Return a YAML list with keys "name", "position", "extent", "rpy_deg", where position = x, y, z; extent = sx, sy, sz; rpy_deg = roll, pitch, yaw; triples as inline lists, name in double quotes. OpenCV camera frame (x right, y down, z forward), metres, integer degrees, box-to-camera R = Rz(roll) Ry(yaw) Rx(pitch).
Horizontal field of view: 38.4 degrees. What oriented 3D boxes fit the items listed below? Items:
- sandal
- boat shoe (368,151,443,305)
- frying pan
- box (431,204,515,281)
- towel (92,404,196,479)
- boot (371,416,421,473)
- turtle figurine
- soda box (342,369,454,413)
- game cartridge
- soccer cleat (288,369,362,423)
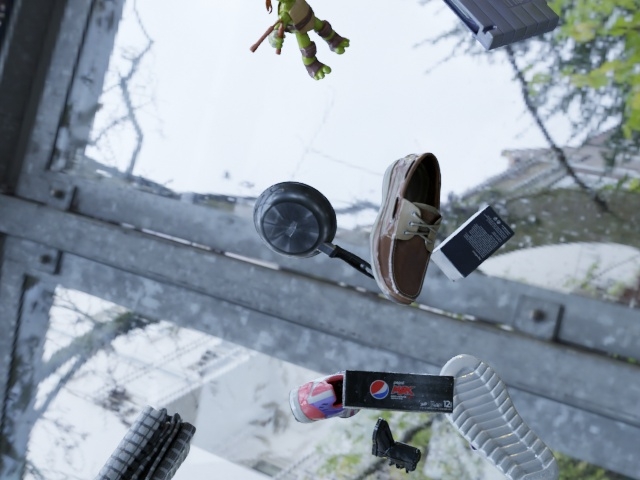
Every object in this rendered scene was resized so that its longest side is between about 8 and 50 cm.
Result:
- name: "sandal"
  position: [0.430, 0.471, 2.301]
  extent: [0.169, 0.416, 0.102]
  rpy_deg: [-29, -37, -5]
- name: "boat shoe"
  position: [0.176, -0.034, 1.807]
  extent: [0.123, 0.116, 0.325]
  rpy_deg: [17, -116, -27]
- name: "frying pan"
  position: [-0.025, 0.010, 2.099]
  extent: [0.326, 0.197, 0.053]
  rpy_deg: [55, -155, -17]
- name: "box"
  position: [0.349, 0.010, 2.140]
  extent: [0.158, 0.093, 0.156]
  rpy_deg: [-41, -3, -6]
- name: "towel"
  position: [-0.317, 0.418, 1.576]
  extent: [0.235, 0.121, 0.284]
  rpy_deg: [-57, 1, -27]
- name: "boot"
  position: [0.157, 0.421, 1.889]
  extent: [0.045, 0.099, 0.121]
  rpy_deg: [-52, -28, -42]
- name: "turtle figurine"
  position: [-0.042, -0.405, 1.731]
  extent: [0.217, 0.087, 0.270]
  rpy_deg: [50, -122, -45]
- name: "soda box"
  position: [0.119, 0.233, 1.417]
  extent: [0.053, 0.168, 0.060]
  rpy_deg: [97, 177, -77]
- name: "game cartridge"
  position: [0.410, -0.628, 2.317]
  extent: [0.230, 0.355, 0.068]
  rpy_deg: [-18, -32, -28]
- name: "soccer cleat"
  position: [0.056, 0.344, 2.076]
  extent: [0.318, 0.116, 0.109]
  rpy_deg: [2, -112, -58]
